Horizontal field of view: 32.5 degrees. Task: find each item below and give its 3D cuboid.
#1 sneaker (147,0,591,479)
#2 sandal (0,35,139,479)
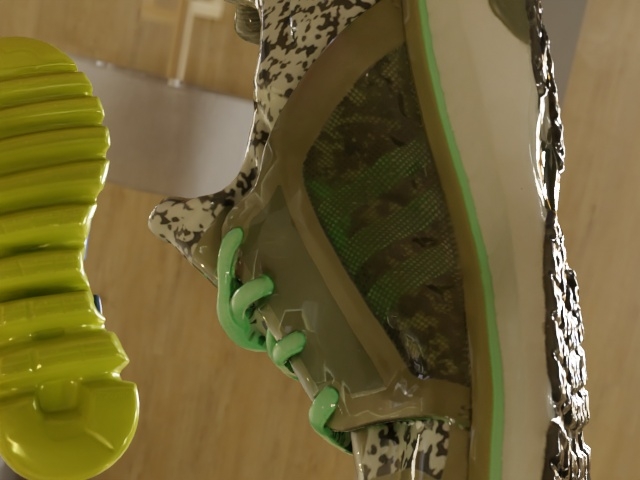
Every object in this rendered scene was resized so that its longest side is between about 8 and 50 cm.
[{"bbox_3d":[0.017,0.021,0.476,0.182,0.410,0.158,-7,151,16],"label":"sneaker"},{"bbox_3d":[-0.213,0.013,0.779,0.126,0.317,0.138,-1,169,-25],"label":"sandal"}]
